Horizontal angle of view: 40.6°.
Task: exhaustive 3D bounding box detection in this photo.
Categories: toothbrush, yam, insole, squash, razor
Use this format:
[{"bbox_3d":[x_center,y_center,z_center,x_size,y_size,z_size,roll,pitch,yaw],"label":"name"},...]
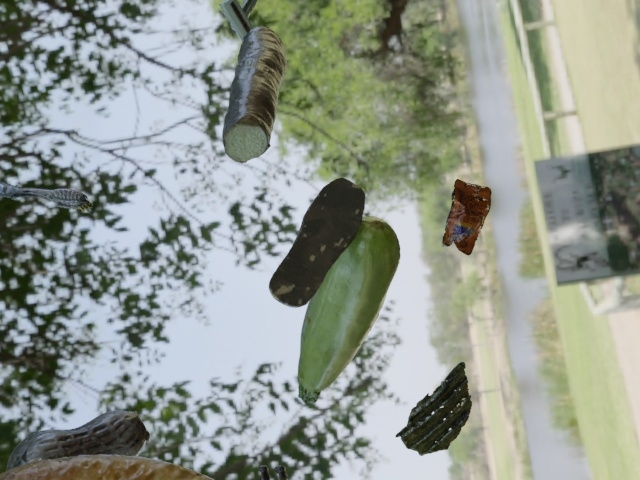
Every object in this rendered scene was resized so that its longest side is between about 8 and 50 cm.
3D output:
[{"bbox_3d":[-0.609,-0.097,1.587,0.042,0.413,0.035,72,-150,-61],"label":"toothbrush"},{"bbox_3d":[-0.071,-0.164,0.935,0.274,0.061,0.061,-88,-13,-59],"label":"yam"},{"bbox_3d":[0.000,0.000,1.238,0.248,0.081,0.011,-59,-5,-36],"label":"insole"},{"bbox_3d":[0.035,0.116,1.397,0.118,0.118,0.370,-85,11,-55],"label":"squash"},{"bbox_3d":[-0.096,-0.333,1.204,0.084,0.036,0.211,59,-157,-30],"label":"razor"}]

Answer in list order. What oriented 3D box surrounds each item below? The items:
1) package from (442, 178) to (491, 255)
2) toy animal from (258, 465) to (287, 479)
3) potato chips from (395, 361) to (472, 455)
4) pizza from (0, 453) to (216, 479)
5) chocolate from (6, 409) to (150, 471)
[{"bbox_3d":[0.221,-0.036,1.318,0.033,0.077,0.110,-154,81,-75],"label":"package"},{"bbox_3d":[-0.056,0.445,1.339,0.073,0.217,0.176,136,148,-63],"label":"toy animal"},{"bbox_3d":[0.220,0.303,1.531,0.207,0.092,0.028,-39,-18,-34],"label":"potato chips"},{"bbox_3d":[-0.235,0.324,0.780,0.114,0.409,0.277,80,173,-52],"label":"pizza"},{"bbox_3d":[-0.423,0.366,1.511,0.110,0.248,0.110,33,130,51],"label":"chocolate"}]
